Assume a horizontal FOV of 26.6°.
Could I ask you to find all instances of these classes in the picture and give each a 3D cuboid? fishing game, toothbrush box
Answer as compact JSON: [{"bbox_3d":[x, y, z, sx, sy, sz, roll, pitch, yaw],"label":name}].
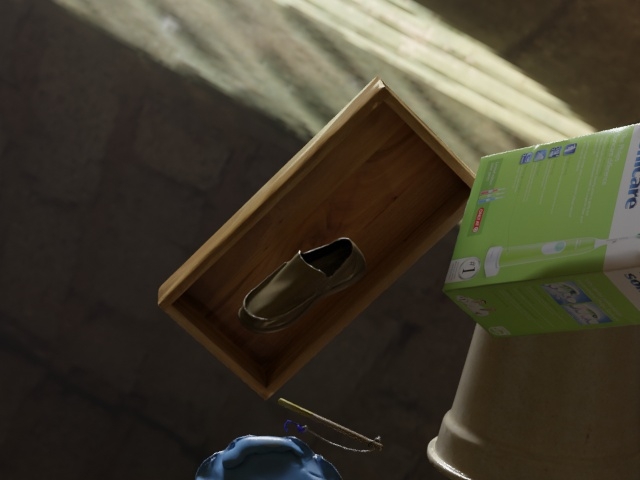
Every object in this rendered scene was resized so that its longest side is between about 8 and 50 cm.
[{"bbox_3d":[-0.062,0.292,1.438,0.264,0.189,0.041,-58,-29,-30],"label":"fishing game"},{"bbox_3d":[0.310,-0.010,1.602,0.283,0.122,0.206,-12,49,43],"label":"toothbrush box"}]

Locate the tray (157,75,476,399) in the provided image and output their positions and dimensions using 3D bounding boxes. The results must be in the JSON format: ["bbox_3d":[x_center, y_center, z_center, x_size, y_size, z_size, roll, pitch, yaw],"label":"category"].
[{"bbox_3d":[0.000,0.000,1.794,0.411,0.203,0.076,-43,18,11],"label":"tray"}]

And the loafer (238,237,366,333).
[{"bbox_3d":[-0.020,0.039,1.356,0.148,0.056,0.050,-32,-38,-21],"label":"loafer"}]

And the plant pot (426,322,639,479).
[{"bbox_3d":[0.340,0.190,1.959,0.334,0.334,0.305,-71,-12,-81],"label":"plant pot"}]
